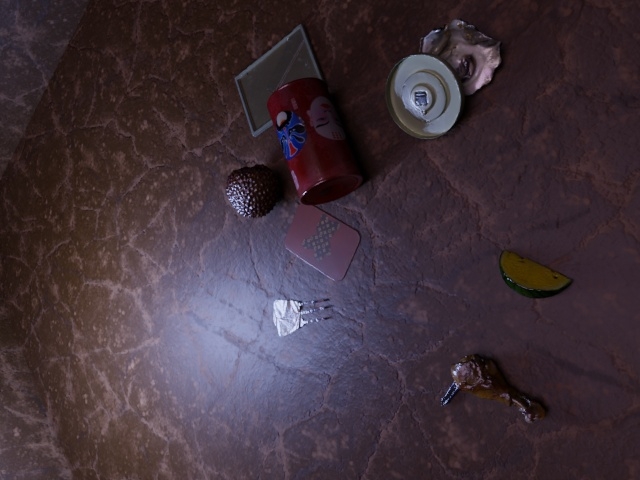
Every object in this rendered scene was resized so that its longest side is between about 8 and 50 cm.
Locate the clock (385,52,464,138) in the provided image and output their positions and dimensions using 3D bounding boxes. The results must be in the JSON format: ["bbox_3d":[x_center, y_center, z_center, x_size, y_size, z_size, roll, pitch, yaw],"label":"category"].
[{"bbox_3d":[0.281,-0.392,1.482,0.235,0.029,0.235,26,134,30],"label":"clock"}]

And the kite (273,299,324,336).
[{"bbox_3d":[-0.070,0.249,1.793,0.229,0.016,0.127,-14,84,37],"label":"kite"}]

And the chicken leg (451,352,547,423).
[{"bbox_3d":[0.452,0.380,1.384,0.251,0.087,0.107,32,89,23],"label":"chicken leg"}]

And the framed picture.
[{"bbox_3d":[-0.146,-0.543,1.855,0.335,0.022,0.247,-28,73,31],"label":"framed picture"}]

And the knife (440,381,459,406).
[{"bbox_3d":[0.368,0.409,1.479,0.031,0.018,0.121,43,114,29],"label":"knife"}]

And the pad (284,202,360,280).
[{"bbox_3d":[0.000,0.000,1.753,0.267,0.004,0.181,31,107,31],"label":"pad"}]

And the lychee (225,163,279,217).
[{"bbox_3d":[-0.227,-0.163,1.816,0.188,0.188,0.188,-1,89,35],"label":"lychee"}]

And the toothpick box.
[{"bbox_3d":[-0.020,-0.299,1.653,0.204,0.204,0.333,-30,73,31],"label":"toothpick box"}]

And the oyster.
[{"bbox_3d":[0.365,-0.479,1.458,0.222,0.083,0.214,25,126,10],"label":"oyster"}]

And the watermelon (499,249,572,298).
[{"bbox_3d":[0.514,0.094,1.349,0.181,0.075,0.092,31,103,33],"label":"watermelon"}]
